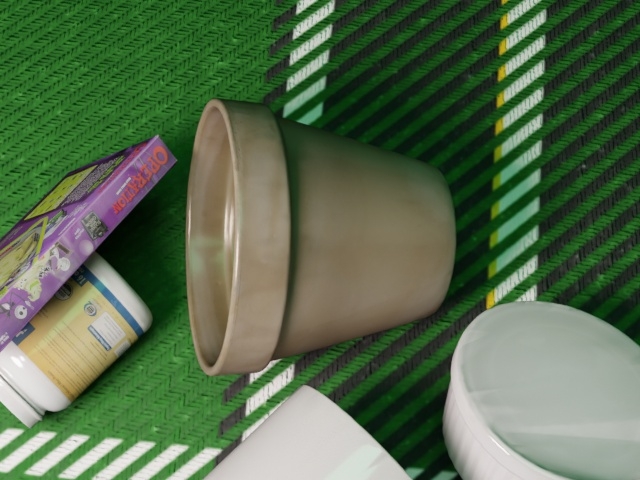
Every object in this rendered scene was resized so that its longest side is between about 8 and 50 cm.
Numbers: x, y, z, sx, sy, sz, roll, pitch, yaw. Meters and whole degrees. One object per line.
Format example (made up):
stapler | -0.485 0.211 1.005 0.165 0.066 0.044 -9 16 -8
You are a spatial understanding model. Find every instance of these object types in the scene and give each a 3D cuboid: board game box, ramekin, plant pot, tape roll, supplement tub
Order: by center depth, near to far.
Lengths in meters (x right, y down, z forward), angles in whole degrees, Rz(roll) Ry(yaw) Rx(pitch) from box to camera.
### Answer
tape roll | 0.002 0.304 1.253 0.169 0.246 0.246 -42 74 -14
ramekin | 0.264 0.208 1.301 0.272 0.127 0.273 10 41 -9
board game box | -0.335 0.013 1.345 0.056 0.208 0.347 51 49 -17
plant pot | 0.000 0.000 1.362 0.280 0.323 0.323 2 68 -15
supplement tub | -0.321 0.115 1.385 0.144 0.144 0.199 41 75 15
